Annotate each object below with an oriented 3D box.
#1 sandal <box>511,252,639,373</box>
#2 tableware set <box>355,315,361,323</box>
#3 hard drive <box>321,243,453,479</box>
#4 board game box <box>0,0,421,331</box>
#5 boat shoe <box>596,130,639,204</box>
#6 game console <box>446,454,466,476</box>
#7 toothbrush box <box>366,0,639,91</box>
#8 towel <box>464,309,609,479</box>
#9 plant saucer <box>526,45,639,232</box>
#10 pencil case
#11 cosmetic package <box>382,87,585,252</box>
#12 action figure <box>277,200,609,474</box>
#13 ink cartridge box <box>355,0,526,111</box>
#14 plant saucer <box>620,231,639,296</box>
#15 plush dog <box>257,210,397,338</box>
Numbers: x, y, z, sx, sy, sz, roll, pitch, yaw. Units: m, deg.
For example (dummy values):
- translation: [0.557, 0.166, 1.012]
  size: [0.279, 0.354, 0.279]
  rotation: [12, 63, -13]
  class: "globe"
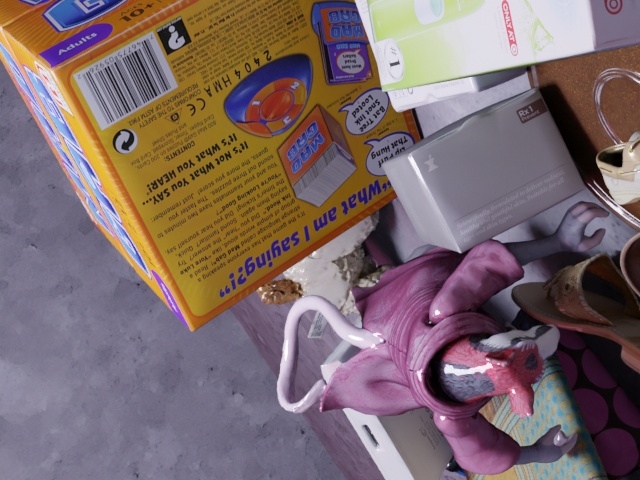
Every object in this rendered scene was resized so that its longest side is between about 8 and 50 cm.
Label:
- translation: [0.278, 0.052, 0.988]
  size: [0.240, 0.088, 0.079]
  rotation: [34, 131, 56]
  class: "sandal"
- translation: [0.106, 0.162, 1.659]
  size: [0.169, 0.020, 0.141]
  rotation: [-58, 46, 44]
  class: "tableware set"
- translation: [0.125, 0.157, 1.285]
  size: [0.040, 0.307, 0.203]
  rotation: [-23, 103, 34]
  class: "hard drive"
- translation: [-0.145, -0.187, 1.242]
  size: [0.356, 0.356, 0.356]
  rotation: [37, 155, 51]
  class: "board game box"
- translation: [0.236, -0.058, 0.731]
  size: [0.045, 0.050, 0.135]
  rotation: [51, 165, -2]
  class: "boat shoe"
- translation: [0.196, 0.243, 1.694]
  size: [0.250, 0.173, 0.293]
  rotation: [29, -173, -40]
  class: "game console"
- translation: [0.130, -0.218, 0.676]
  size: [0.283, 0.122, 0.206]
  rotation: [-170, 68, -68]
  class: "toothbrush box"
- translation: [0.234, 0.290, 1.057]
  size: [0.271, 0.040, 0.370]
  rotation: [108, 155, -49]
  class: "towel"
- translation: [0.253, -0.102, 0.777]
  size: [0.310, 0.050, 0.310]
  rotation: [50, 163, 20]
  class: "plant saucer"
- translation: [0.286, 0.175, 1.160]
  size: [0.209, 0.095, 0.098]
  rotation: [56, 169, 10]
  class: "pencil case"
- translation: [0.140, -0.062, 0.950]
  size: [0.107, 0.127, 0.238]
  rotation: [63, -179, -6]
  class: "cosmetic package"
- translation: [0.107, 0.082, 0.954]
  size: [0.370, 0.275, 0.248]
  rotation: [-151, 63, -85]
  class: "action figure"
- translation: [0.069, -0.275, 0.906]
  size: [0.311, 0.065, 0.186]
  rotation: [67, 165, -9]
  class: "ink cartridge box"
- translation: [0.318, 0.027, 0.734]
  size: [0.198, 0.036, 0.198]
  rotation: [22, 159, 9]
  class: "plant saucer"
- translation: [0.000, 0.000, 1.555]
  size: [0.225, 0.210, 0.262]
  rotation: [-103, -9, -58]
  class: "plush dog"
